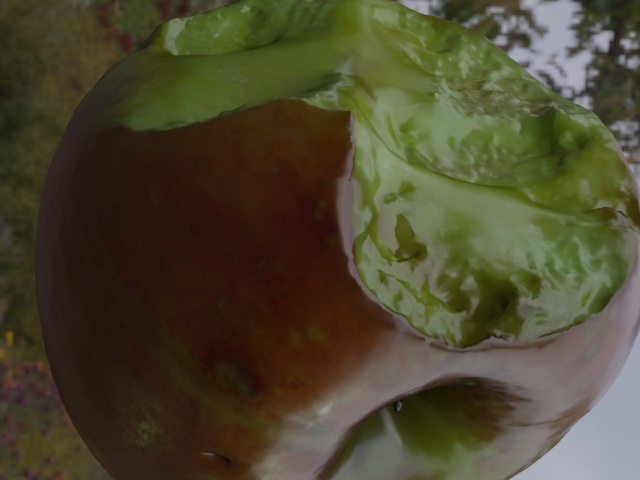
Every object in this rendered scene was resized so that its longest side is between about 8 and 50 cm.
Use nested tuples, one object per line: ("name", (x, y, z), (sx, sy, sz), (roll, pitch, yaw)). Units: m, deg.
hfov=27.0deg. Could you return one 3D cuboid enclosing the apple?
("apple", (0.000, 0.000, 0.553), (0.246, 0.246, 0.226), (103, -31, -49))
